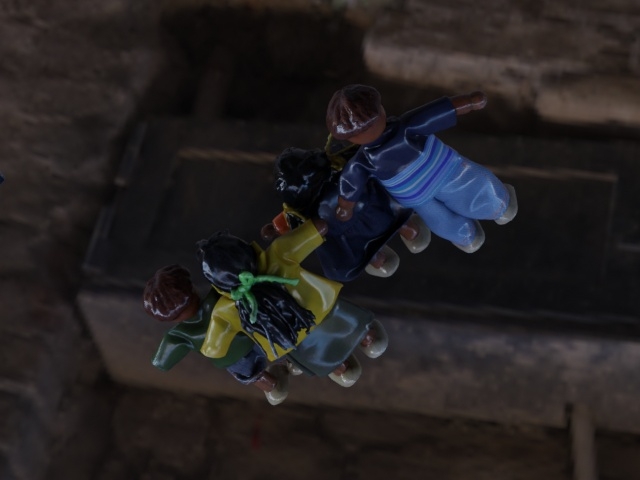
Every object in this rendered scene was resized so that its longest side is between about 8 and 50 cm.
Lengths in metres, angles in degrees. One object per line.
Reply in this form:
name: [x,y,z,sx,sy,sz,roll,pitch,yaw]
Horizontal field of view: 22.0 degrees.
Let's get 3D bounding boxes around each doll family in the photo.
doll family: [0.000,0.000,0.741,0.111,0.193,0.076,38,-175,-36]

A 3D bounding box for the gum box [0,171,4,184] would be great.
gum box: [-0.210,-0.088,0.563,0.184,0.041,0.157,37,170,28]
